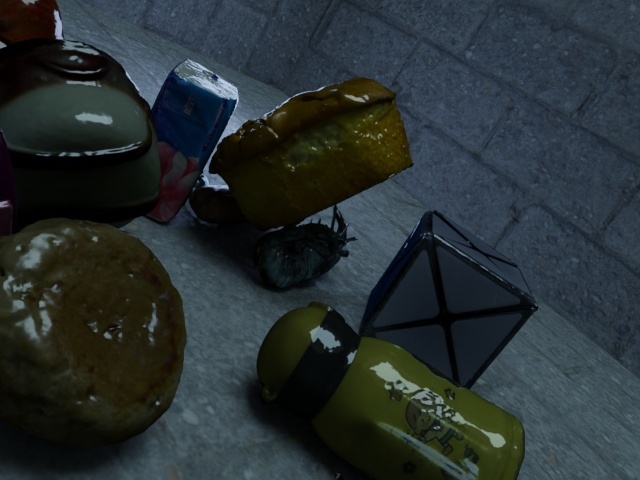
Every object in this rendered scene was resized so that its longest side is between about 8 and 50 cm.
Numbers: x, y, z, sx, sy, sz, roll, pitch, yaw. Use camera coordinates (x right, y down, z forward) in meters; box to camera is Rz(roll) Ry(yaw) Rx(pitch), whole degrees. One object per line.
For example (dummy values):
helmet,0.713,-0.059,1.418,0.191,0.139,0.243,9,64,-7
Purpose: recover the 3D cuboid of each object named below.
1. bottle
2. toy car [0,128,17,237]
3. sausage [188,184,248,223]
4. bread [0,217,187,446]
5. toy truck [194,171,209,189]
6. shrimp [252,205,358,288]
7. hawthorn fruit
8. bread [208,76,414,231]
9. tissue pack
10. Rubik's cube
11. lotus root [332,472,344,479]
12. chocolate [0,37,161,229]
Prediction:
bottle,0.078,0.217,0.736,0.351,0.172,0.171,33,18,2
toy car,-0.470,-0.086,0.541,0.340,0.271,0.240,41,38,23
sausage,-0.175,-0.080,1.226,0.086,0.086,0.289,39,19,19
bread,-0.240,0.089,0.549,0.230,0.122,0.230,41,35,-38
toy truck,-0.281,-0.132,1.248,0.090,0.056,0.073,48,15,8
shrimp,-0.001,0.001,1.161,0.372,0.172,0.137,-33,99,-54
hawthorn fruit,-0.618,-0.388,1.032,0.275,0.276,0.299,16,14,-40
bread,-0.022,-0.170,1.091,0.216,0.397,0.398,65,17,-8
tissue pack,-0.270,-0.196,1.072,0.137,0.270,0.209,24,19,-17
Rubik's cube,0.261,0.120,1.154,0.254,0.260,0.259,32,21,1
lotus root,0.029,0.324,0.416,0.152,0.160,0.275,49,5,-42
chocolate,-0.360,-0.115,0.778,0.283,0.283,0.186,17,38,-39
